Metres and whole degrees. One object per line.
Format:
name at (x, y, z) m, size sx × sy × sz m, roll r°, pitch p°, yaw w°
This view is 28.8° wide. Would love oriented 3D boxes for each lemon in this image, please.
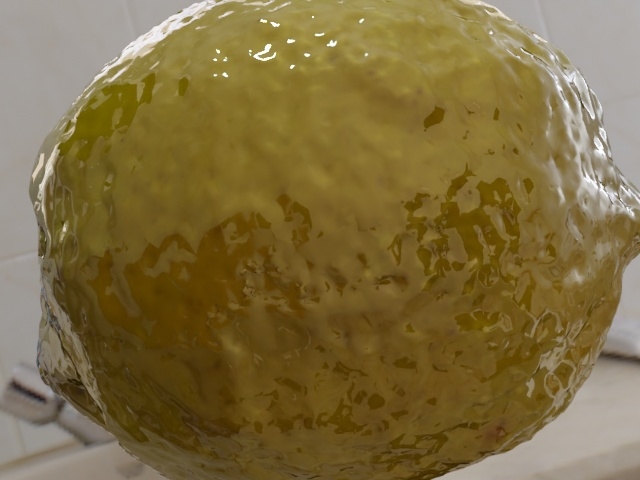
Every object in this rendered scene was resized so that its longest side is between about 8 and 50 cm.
lemon at (0.002, 0.000, 0.410) m, size 0.193 × 0.181 × 0.180 m, roll -5°, pitch 7°, yaw 37°
